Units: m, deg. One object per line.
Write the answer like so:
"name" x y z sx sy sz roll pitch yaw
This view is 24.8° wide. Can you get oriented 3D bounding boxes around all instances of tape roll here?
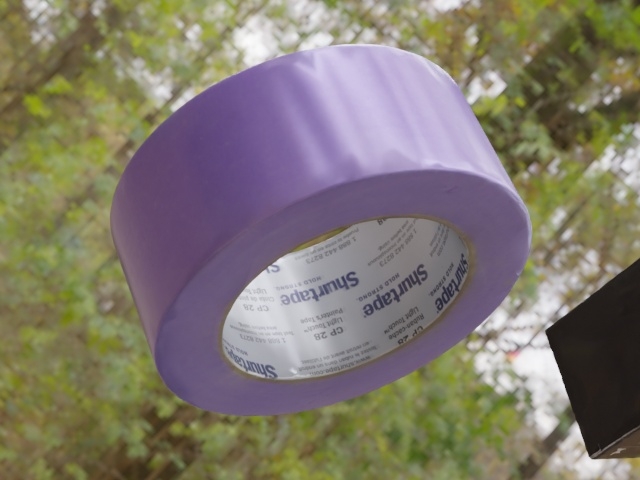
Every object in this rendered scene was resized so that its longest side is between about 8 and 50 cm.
"tape roll" 0.000 0.000 0.700 0.080 0.189 0.189 65 6 32

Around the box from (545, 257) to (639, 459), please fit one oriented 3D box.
"box" 0.310 0.060 0.952 0.261 0.184 0.103 3 55 -34
